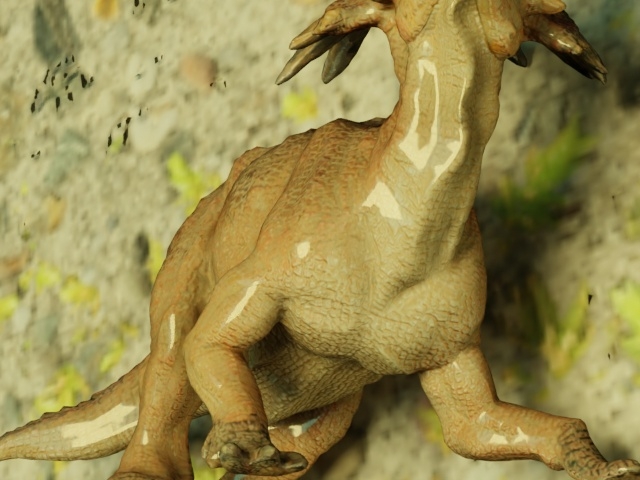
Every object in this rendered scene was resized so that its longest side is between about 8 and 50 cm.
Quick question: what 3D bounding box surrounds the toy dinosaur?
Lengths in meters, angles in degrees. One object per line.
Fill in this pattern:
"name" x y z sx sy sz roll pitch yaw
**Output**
"toy dinosaur" 0.000 0.000 0.639 0.296 0.127 0.200 -30 51 44
